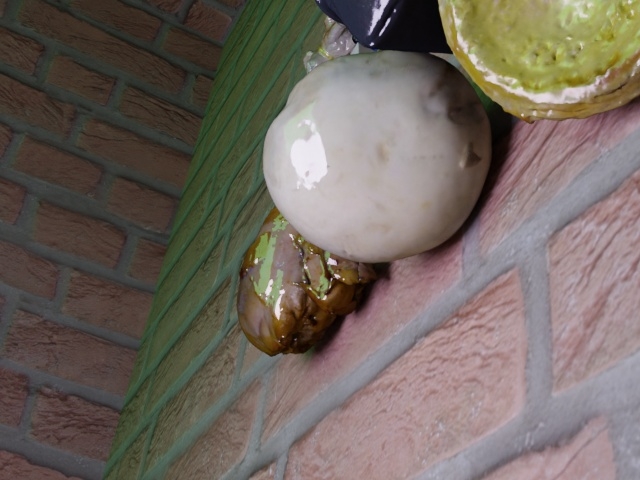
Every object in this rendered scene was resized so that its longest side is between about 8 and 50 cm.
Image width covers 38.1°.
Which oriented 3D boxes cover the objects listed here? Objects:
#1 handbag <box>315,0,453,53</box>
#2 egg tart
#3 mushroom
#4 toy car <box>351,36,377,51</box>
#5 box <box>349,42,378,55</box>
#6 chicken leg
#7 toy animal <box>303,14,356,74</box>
[{"bbox_3d":[0.111,-0.355,1.228,0.275,0.302,0.178,51,131,32],"label":"handbag"},{"bbox_3d":[0.275,-0.281,1.006,0.315,0.120,0.315,6,100,36],"label":"egg tart"},{"bbox_3d":[0.087,-0.118,1.325,0.314,0.314,0.336,-65,-9,8],"label":"mushroom"},{"bbox_3d":[0.131,-0.476,1.909,0.103,0.063,0.216,-35,31,60],"label":"toy car"},{"bbox_3d":[0.066,-0.204,1.688,0.194,0.111,0.260,-54,21,38],"label":"box"},{"bbox_3d":[0.000,0.000,1.507,0.295,0.182,0.409,6,82,59],"label":"chicken leg"},{"bbox_3d":[0.029,-0.459,2.143,0.184,0.104,0.185,-95,27,-53],"label":"toy animal"}]
